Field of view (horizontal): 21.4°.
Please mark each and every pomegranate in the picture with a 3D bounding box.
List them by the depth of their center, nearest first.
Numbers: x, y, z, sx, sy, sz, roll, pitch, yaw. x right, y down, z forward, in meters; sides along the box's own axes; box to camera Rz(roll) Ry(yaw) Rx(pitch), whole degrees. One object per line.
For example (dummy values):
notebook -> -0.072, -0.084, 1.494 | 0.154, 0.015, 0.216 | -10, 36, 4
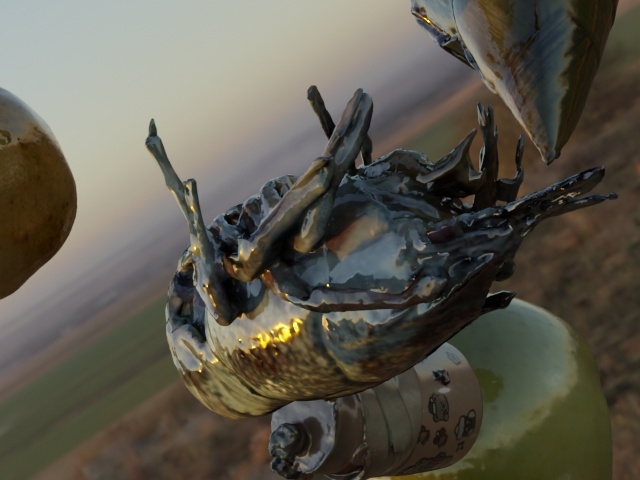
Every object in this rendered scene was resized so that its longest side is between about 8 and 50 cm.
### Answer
pomegranate -> -0.292, -0.046, 1.351 | 0.196, 0.196, 0.196 | -33, 4, 3

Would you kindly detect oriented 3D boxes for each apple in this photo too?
apple -> 0.146, 0.195, 1.640 | 0.254, 0.292, 0.292 | -5, -3, -14

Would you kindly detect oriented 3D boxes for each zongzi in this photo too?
zongzi -> 0.182, -0.225, 1.242 | 0.300, 0.138, 0.286 | -99, 26, -57

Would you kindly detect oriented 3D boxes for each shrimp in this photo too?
shrimp -> -0.001, 0.001, 0.848 | 0.172, 0.137, 0.372 | 10, -29, -26

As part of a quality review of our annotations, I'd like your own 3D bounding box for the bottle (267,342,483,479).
bottle -> 0.030, 0.108, 1.087 | 0.099, 0.099, 0.152 | -30, -20, 37
